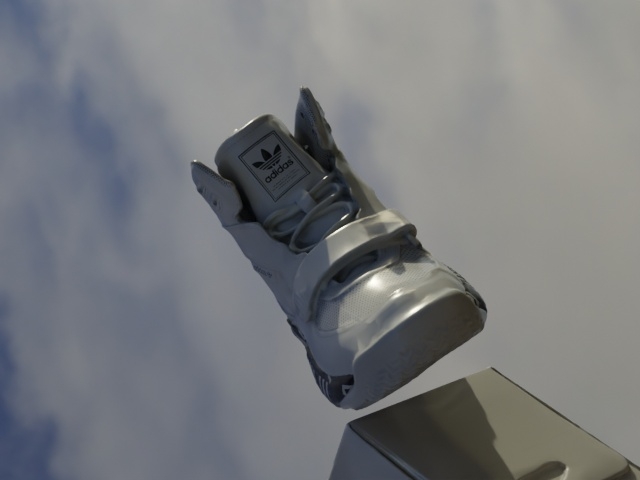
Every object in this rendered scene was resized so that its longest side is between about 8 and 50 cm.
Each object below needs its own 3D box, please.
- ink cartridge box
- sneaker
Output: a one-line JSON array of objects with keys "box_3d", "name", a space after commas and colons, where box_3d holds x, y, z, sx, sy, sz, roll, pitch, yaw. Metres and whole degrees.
[{"box_3d": [0.113, 0.278, 1.160, 0.197, 0.270, 0.198, 34, -150, 32], "name": "ink cartridge box"}, {"box_3d": [0.000, 0.000, 1.153, 0.210, 0.137, 0.366, 56, 175, -10], "name": "sneaker"}]
